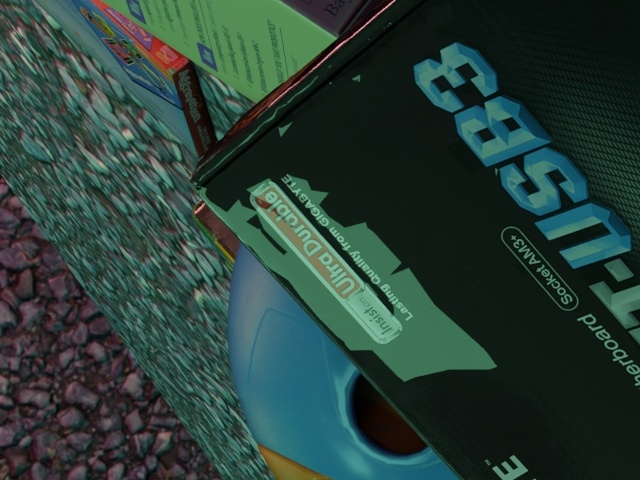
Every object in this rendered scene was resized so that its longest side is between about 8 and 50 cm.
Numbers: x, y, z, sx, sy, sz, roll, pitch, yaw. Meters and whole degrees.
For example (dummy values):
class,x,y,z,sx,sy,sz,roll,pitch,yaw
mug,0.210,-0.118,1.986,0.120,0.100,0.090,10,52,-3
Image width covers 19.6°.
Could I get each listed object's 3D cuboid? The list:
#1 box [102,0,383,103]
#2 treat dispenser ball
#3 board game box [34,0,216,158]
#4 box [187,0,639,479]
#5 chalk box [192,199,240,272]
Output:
class,x,y,z,sx,sy,sz,roll,pitch,yaw
box,-0.051,-0.184,1.058,0.243,0.117,0.213,34,169,10
treat dispenser ball,0.095,0.044,0.973,0.288,0.288,0.288,46,165,16
board game box,-0.208,-0.207,1.793,0.281,0.027,0.145,43,165,26
box,0.148,-0.007,0.730,0.295,0.293,0.073,49,-151,-8
chalk box,0.000,0.000,1.427,0.213,0.132,0.132,47,175,32
